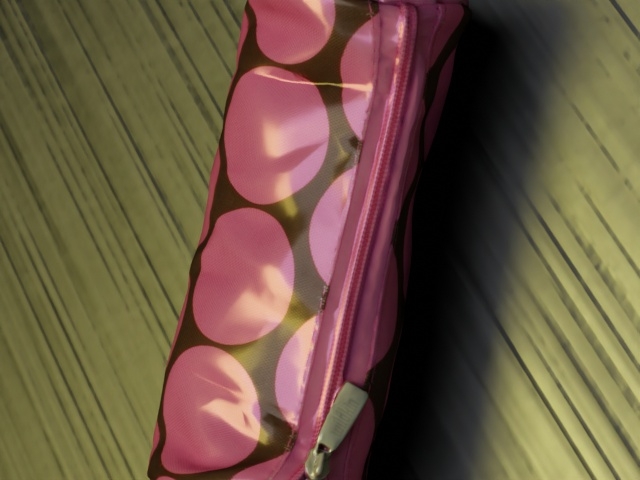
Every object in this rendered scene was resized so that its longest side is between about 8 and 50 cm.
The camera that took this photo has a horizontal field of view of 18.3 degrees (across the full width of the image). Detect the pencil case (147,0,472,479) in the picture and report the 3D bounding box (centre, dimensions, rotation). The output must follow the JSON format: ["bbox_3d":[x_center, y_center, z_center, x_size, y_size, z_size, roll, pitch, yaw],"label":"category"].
[{"bbox_3d":[0.000,0.000,0.729,0.098,0.095,0.209,-172,91,-78],"label":"pencil case"}]
